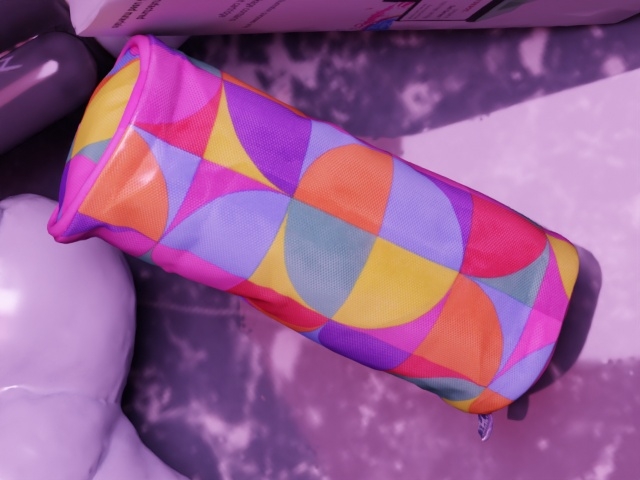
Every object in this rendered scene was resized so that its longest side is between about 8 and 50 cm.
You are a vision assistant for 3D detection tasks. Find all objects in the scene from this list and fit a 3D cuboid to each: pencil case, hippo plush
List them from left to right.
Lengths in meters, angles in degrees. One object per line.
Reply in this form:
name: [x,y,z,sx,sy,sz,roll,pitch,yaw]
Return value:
hippo plush: [-0.153,0.096,0.656,0.294,0.234,0.236,-17,83,14]
pencil case: [0.000,0.000,0.630,0.236,0.104,0.104,27,95,-20]

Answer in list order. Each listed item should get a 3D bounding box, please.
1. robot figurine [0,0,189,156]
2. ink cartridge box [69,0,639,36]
robot figurine: [-0.185,-0.130,0.703,0.278,0.173,0.209,-26,90,7]
ink cartridge box: [0.030,-0.200,0.610,0.278,0.117,0.201,-5,85,-22]
